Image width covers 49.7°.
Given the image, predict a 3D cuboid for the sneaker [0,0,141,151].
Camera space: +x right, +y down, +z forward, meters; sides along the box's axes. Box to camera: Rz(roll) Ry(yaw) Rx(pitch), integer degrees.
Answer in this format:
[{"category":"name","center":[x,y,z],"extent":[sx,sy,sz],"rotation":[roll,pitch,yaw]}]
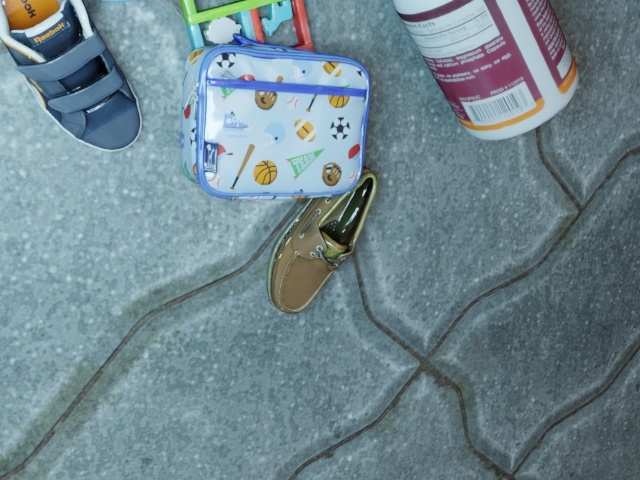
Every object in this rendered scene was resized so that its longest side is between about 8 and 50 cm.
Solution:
[{"category":"sneaker","center":[-0.349,-0.247,0.939],"extent":[0.126,0.127,0.321],"rotation":[-39,123,-12]}]

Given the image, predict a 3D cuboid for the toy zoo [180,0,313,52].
[{"category":"toy zoo","center":[-0.102,-0.290,1.105],"extent":[0.192,0.030,0.293],"rotation":[-22,117,-19]}]

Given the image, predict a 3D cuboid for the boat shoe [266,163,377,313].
[{"category":"boat shoe","center":[0.000,0.000,1.221],"extent":[0.110,0.104,0.307],"rotation":[19,99,-32]}]

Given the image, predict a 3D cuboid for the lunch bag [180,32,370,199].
[{"category":"lunch bag","center":[-0.072,-0.189,1.076],"extent":[0.303,0.115,0.243],"rotation":[-2,107,-28]}]

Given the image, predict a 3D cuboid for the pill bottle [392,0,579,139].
[{"category":"pill bottle","center":[0.256,-0.380,1.145],"extent":[0.224,0.224,0.392],"rotation":[-43,122,-7]}]
